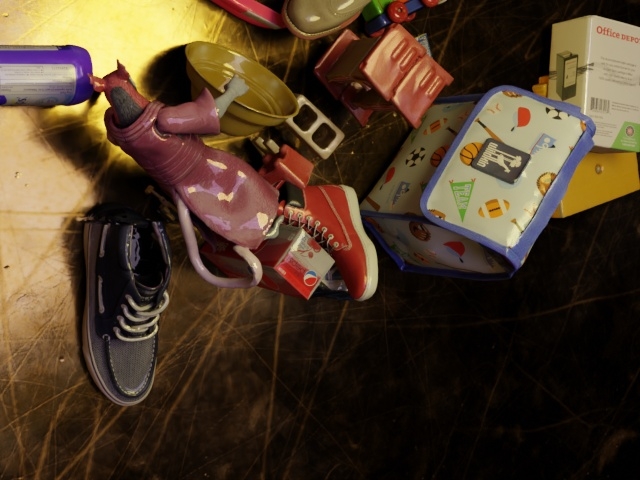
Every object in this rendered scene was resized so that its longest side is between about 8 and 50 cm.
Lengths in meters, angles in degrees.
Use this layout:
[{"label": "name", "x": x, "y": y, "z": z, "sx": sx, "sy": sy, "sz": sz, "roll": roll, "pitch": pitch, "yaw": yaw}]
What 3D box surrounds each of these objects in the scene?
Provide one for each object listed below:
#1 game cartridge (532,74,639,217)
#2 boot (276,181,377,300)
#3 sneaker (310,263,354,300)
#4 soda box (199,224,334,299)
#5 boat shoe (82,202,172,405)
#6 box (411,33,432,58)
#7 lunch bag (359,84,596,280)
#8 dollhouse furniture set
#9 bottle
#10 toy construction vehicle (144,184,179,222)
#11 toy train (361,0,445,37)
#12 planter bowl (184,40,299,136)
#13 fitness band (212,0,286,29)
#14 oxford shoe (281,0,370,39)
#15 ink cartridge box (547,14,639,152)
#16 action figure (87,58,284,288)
[{"label": "game cartridge", "x": 0.618, "y": -0.241, "z": 2.161, "sx": 0.285, "sy": 0.052, "sz": 0.324, "roll": -18, "pitch": 102, "yaw": -32}, {"label": "boot", "x": 0.000, "y": 0.000, "z": 1.691, "sx": 0.176, "sy": 0.088, "sz": 0.244, "roll": 4, "pitch": 54, "yaw": -33}, {"label": "sneaker", "x": 0.001, "y": 0.064, "z": 1.764, "sx": 0.211, "sy": 0.080, "sz": 0.081, "roll": 9, "pitch": 68, "yaw": -35}, {"label": "soda box", "x": -0.096, "y": 0.025, "z": 1.569, "sx": 0.092, "sy": 0.263, "sz": 0.083, "roll": 44, "pitch": 71, "yaw": -29}, {"label": "boat shoe", "x": -0.306, "y": 0.113, "z": 1.500, "sx": 0.127, "sy": 0.158, "sz": 0.341, "roll": -12, "pitch": 101, "yaw": -33}, {"label": "box", "x": 0.135, "y": -0.348, "z": 1.811, "sx": 0.169, "sy": 0.059, "sz": 0.054, "roll": -29, "pitch": 111, "yaw": -29}, {"label": "lunch bag", "x": 0.294, "y": -0.107, "z": 1.749, "sx": 0.239, "sy": 0.385, "sz": 0.328, "roll": 43, "pitch": 72, "yaw": -30}, {"label": "dollhouse furniture set", "x": 0.028, "y": -0.194, "z": 1.631, "sx": 0.152, "sy": 0.201, "sz": 0.374, "roll": 42, "pitch": 81, "yaw": -25}, {"label": "bottle", "x": -0.483, "y": -0.241, "z": 1.368, "sx": 0.282, "sy": 0.118, "sz": 0.092, "roll": -7, "pitch": 95, "yaw": -34}, {"label": "toy construction vehicle", "x": -0.244, "y": -0.079, "z": 1.596, "sx": 0.086, "sy": 0.035, "sz": 0.098, "roll": -50, "pitch": 119, "yaw": -20}, {"label": "toy train", "x": 0.168, "y": -0.506, "z": 1.804, "sx": 0.248, "sy": 0.105, "sz": 0.143, "roll": -32, "pitch": 98, "yaw": -28}, {"label": "planter bowl", "x": -0.151, "y": -0.240, "z": 1.583, "sx": 0.217, "sy": 0.217, "sz": 0.090, "roll": 14, "pitch": 122, "yaw": -34}, {"label": "fitness band", "x": -0.111, "y": -0.495, "z": 1.639, "sx": 0.290, "sy": 0.054, "sz": 0.209, "roll": 24, "pitch": 79, "yaw": -34}, {"label": "oxford shoe", "x": 0.070, "y": -0.484, "z": 1.636, "sx": 0.123, "sy": 0.130, "sz": 0.348, "roll": 47, "pitch": 68, "yaw": -4}, {"label": "ink cartridge box", "x": 0.608, "y": -0.337, "z": 2.049, "sx": 0.198, "sy": 0.114, "sz": 0.273, "roll": 4, "pitch": 91, "yaw": -34}, {"label": "action figure", "x": -0.235, "y": -0.122, "z": 1.424, "sx": 0.370, "sy": 0.248, "sz": 0.276, "roll": 44, "pitch": 49, "yaw": -42}]
